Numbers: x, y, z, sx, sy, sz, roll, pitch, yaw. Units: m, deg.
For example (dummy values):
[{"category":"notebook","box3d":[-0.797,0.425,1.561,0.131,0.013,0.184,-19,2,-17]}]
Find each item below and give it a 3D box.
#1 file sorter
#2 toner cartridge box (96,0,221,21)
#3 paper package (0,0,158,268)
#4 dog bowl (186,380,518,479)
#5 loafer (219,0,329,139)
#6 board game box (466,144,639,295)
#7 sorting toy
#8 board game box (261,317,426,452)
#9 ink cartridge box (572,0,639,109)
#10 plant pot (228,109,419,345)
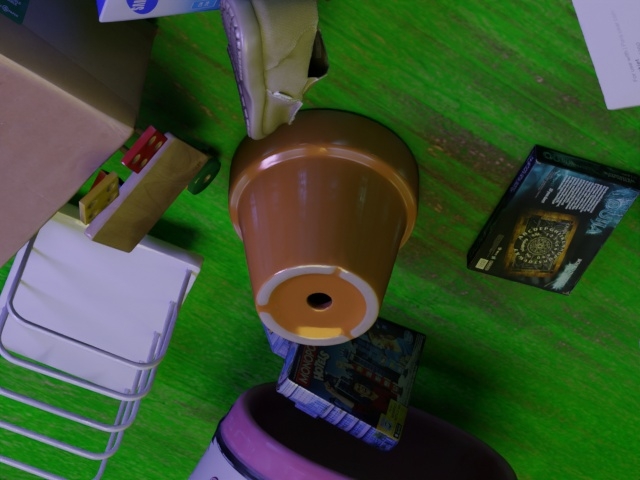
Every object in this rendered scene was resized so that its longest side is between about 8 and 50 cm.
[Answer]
[{"category":"file sorter","box3d":[-0.278,0.123,2.132,0.193,0.173,0.278,21,138,-8]},{"category":"toner cartridge box","box3d":[-0.098,-0.282,1.633,0.165,0.075,0.348,-8,170,-14]},{"category":"paper package","box3d":[-0.374,-0.155,1.871,0.325,0.168,0.309,30,130,-25]},{"category":"dog bowl","box3d":[0.047,0.293,2.190,0.408,0.408,0.150,14,104,-11]},{"category":"loafer","box3d":[-0.039,-0.170,1.831,0.092,0.102,0.268,-14,168,-2]},{"category":"board game box","box3d":[0.253,-0.018,2.080,0.126,0.026,0.186,16,136,-13]},{"category":"sorting toy","box3d":[-0.188,-0.058,1.921,0.046,0.274,0.132,40,93,12]},{"category":"board game box","box3d":[0.011,0.138,2.175,0.194,0.194,0.060,30,126,-7]},{"category":"ink cartridge box","box3d":[0.363,-0.250,1.591,0.270,0.198,0.197,-7,115,35]},{"category":"plant pot","box3d":[0.000,0.000,1.997,0.205,0.188,0.205,2,138,2]}]
